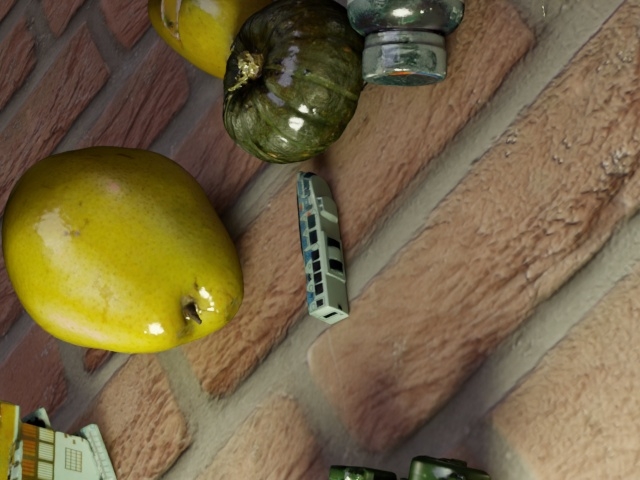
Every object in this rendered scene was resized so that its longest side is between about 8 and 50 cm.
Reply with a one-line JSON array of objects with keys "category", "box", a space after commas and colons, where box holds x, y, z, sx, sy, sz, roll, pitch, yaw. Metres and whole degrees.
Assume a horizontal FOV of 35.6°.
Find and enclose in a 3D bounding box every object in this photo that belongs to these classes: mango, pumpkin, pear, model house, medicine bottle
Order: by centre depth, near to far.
[{"category": "medicine bottle", "box": [0.101, -0.334, 1.178, 0.141, 0.141, 0.293, 1, 88, 45]}, {"category": "pumpkin", "box": [-0.039, -0.208, 1.274, 0.224, 0.157, 0.223, -27, 55, 47]}, {"category": "pear", "box": [-0.258, 0.009, 1.313, 0.336, 0.285, 0.284, 2, 73, 29]}, {"category": "model house", "box": [-0.431, 0.343, 1.355, 0.224, 0.215, 0.198, -31, 49, 32]}, {"category": "mango", "box": [-0.159, -0.316, 1.450, 0.262, 0.167, 0.130, 20, 72, 51]}]

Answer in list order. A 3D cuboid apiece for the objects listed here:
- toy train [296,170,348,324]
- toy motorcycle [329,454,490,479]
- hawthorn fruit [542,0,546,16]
[{"category": "toy train", "box": [0.000, 0.000, 1.220, 0.047, 0.043, 0.207, -28, 54, 30]}, {"category": "toy motorcycle", "box": [0.049, 0.301, 0.971, 0.275, 0.127, 0.205, 4, 77, 42]}, {"category": "hawthorn fruit", "box": [0.256, -0.361, 1.064, 0.189, 0.149, 0.149, -52, 44, 8]}]
